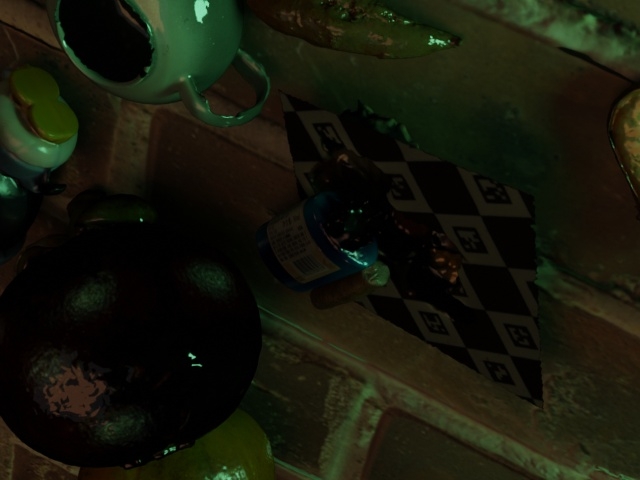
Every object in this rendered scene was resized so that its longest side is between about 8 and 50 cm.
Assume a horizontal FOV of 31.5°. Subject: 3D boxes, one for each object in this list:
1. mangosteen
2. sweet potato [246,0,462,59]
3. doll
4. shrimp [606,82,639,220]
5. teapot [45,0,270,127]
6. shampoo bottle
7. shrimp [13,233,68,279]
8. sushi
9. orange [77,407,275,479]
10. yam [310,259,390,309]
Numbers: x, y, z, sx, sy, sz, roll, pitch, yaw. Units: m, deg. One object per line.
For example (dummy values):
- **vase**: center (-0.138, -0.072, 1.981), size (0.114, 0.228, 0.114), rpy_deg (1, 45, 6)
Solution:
- **mangosteen**: center (-0.210, 0.097, 1.224), size (0.297, 0.297, 0.293), rpy_deg (5, 95, 29)
- **sweet potato**: center (0.025, -0.196, 1.002), size (0.206, 0.060, 0.068), rpy_deg (18, 124, 8)
- **doll**: center (-0.387, -0.072, 1.294), size (0.314, 0.141, 0.177), rpy_deg (-40, 78, 38)
- **shrimp**: center (0.314, -0.060, 0.951), size (0.124, 0.034, 0.178), rpy_deg (-13, 112, 31)
- **teapot**: center (-0.169, -0.213, 1.055), size (0.294, 0.129, 0.193), rpy_deg (41, 136, -3)
- **shampoo bottle**: center (0.000, 0.000, 1.120), size (0.087, 0.050, 0.183), rpy_deg (53, 152, -6)
- **shrimp**: center (-0.324, 0.056, 1.404), size (0.190, 0.101, 0.042), rpy_deg (93, 157, -49)
- **sushi**: center (0.105, -0.006, 1.086), size (0.292, 0.059, 0.294), rpy_deg (28, 147, 30)
- **orange**: center (-0.176, 0.280, 1.379), size (0.240, 0.240, 0.171), rpy_deg (0, 107, 32)
- **yam**: center (0.028, 0.049, 1.172), size (0.032, 0.032, 0.145), rpy_deg (46, 154, -8)
